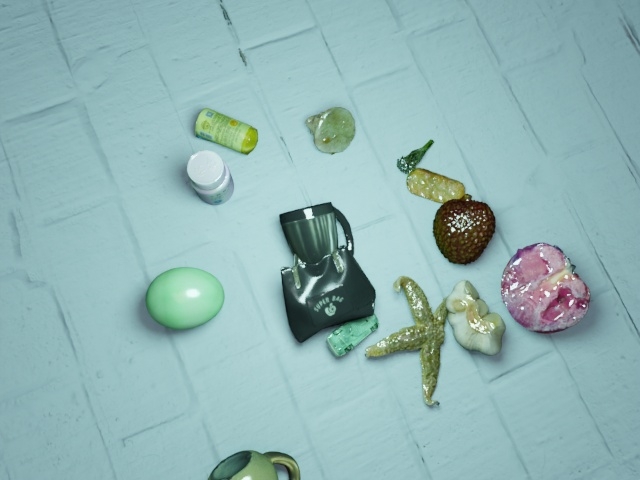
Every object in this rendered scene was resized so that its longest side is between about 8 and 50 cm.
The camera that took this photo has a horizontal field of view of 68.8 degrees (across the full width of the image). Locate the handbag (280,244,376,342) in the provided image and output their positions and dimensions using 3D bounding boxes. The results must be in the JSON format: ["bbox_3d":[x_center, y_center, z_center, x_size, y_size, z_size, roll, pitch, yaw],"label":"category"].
[{"bbox_3d":[0.019,0.181,1.676,0.342,0.152,0.288,-22,111,-3],"label":"handbag"}]

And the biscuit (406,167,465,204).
[{"bbox_3d":[0.468,-0.216,1.902,0.247,0.029,0.118,19,86,-1],"label":"biscuit"}]

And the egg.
[{"bbox_3d":[-0.478,0.203,1.661,0.270,0.220,0.220,-5,80,-17],"label":"egg"}]

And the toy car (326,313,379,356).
[{"bbox_3d":[0.119,0.340,1.751,0.224,0.076,0.090,-32,86,-28],"label":"toy car"}]

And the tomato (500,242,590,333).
[{"bbox_3d":[0.832,0.182,1.789,0.289,0.176,0.335,-36,79,11],"label":"tomato"}]

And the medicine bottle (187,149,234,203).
[{"bbox_3d":[-0.405,-0.229,1.727,0.152,0.254,0.152,1,81,-4],"label":"medicine bottle"}]

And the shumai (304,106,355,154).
[{"bbox_3d":[0.036,-0.450,1.875,0.201,0.201,0.120,-29,42,-9],"label":"shumai"}]

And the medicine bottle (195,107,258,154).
[{"bbox_3d":[-0.362,-0.424,1.836,0.239,0.124,0.124,22,79,-1],"label":"medicine bottle"}]

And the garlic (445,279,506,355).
[{"bbox_3d":[0.570,0.301,1.747,0.185,0.203,0.281,-47,68,23],"label":"garlic"}]

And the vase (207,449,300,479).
[{"bbox_3d":[-0.202,0.863,1.580,0.329,0.241,0.302,-26,95,-34],"label":"vase"}]

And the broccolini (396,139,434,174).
[{"bbox_3d":[0.397,-0.339,1.912,0.202,0.091,0.068,-33,127,-21],"label":"broccolini"}]

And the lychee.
[{"bbox_3d":[0.542,-0.043,1.782,0.236,0.236,0.271,11,99,-2],"label":"lychee"}]

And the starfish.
[{"bbox_3d":[0.347,0.365,1.745,0.324,0.082,0.432,21,80,-14],"label":"starfish"}]

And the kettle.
[{"bbox_3d":[-0.017,0.004,1.767,0.207,0.251,0.271,-10,95,28],"label":"kettle"}]
